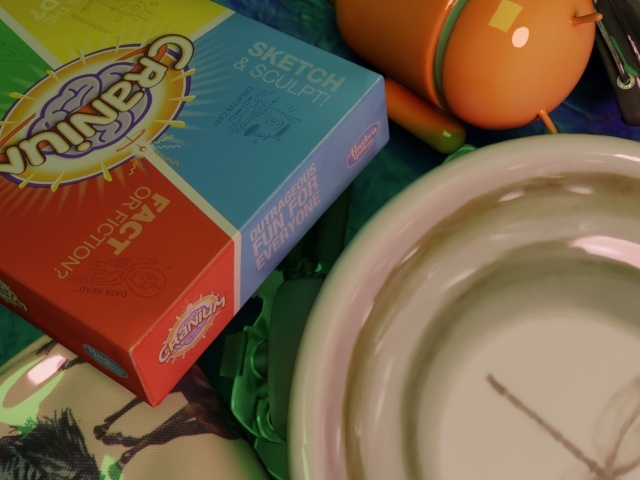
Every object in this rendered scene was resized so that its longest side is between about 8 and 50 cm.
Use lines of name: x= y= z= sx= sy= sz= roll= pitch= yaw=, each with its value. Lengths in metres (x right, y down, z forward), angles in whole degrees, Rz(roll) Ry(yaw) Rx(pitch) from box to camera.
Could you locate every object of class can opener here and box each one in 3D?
can opener: x=0.000 y=0.000 z=0.719 sx=0.095 sy=0.076 sz=0.283 roll=-10 pitch=61 yaw=41

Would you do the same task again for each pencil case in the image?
pencil case: x=-0.071 y=0.241 z=0.622 sx=0.183 sy=0.160 sz=0.410 roll=-35 pitch=66 yaw=-6

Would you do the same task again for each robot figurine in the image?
robot figurine: x=0.097 y=-0.155 z=0.736 sx=0.158 sy=0.128 sz=0.219 roll=-47 pitch=52 yaw=-4

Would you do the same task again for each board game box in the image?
board game box: x=-0.152 y=-0.070 z=0.690 sx=0.316 sy=0.064 sz=0.242 roll=27 pitch=61 yaw=24

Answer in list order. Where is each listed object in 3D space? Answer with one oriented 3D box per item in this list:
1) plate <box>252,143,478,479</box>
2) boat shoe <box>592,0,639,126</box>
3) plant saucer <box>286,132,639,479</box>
plate: x=0.138 y=0.116 z=0.751 sx=0.278 sy=0.045 sz=0.277 roll=34 pitch=80 yaw=6
boat shoe: x=0.172 y=-0.231 z=0.784 sx=0.113 sy=0.127 sz=0.340 roll=-38 pitch=83 yaw=20
plant saucer: x=0.169 y=0.133 z=0.652 sx=0.401 sy=0.100 sz=0.400 roll=4 pitch=70 yaw=-12
